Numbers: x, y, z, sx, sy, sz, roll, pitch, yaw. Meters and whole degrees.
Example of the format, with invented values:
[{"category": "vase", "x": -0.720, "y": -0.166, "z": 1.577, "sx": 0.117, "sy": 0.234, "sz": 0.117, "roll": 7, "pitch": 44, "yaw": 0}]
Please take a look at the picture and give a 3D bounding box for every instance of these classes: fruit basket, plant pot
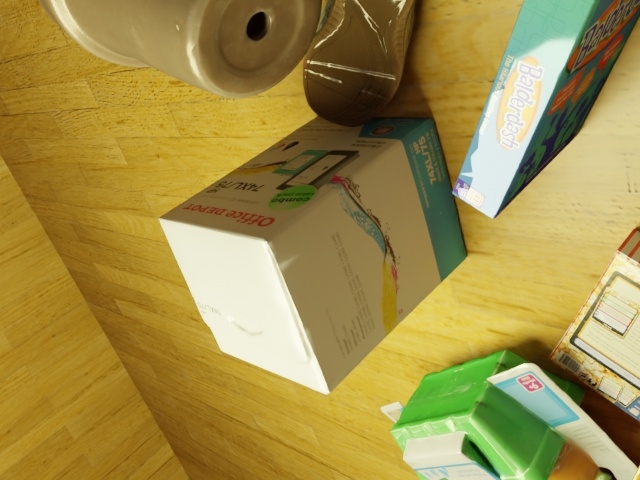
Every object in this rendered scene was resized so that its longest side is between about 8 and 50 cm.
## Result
[{"category": "fruit basket", "x": 0.274, "y": 0.316, "z": 0.858, "sx": 0.353, "sy": 0.165, "sz": 0.327, "roll": 49, "pitch": 147, "yaw": -2}, {"category": "plant pot", "x": -0.120, "y": -0.260, "z": 0.656, "sx": 0.229, "sy": 0.263, "sz": 0.263, "roll": 43, "pitch": 147, "yaw": 30}]

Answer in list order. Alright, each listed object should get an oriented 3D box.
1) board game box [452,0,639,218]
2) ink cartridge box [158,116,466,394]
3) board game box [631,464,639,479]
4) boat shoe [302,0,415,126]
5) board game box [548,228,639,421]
[{"category": "board game box", "x": 0.189, "y": -0.137, "z": 0.523, "sx": 0.047, "sy": 0.160, "sz": 0.210, "roll": 36, "pitch": 145, "yaw": 22}, {"category": "ink cartridge box", "x": 0.000, "y": 0.000, "z": 0.781, "sx": 0.198, "sy": 0.270, "sz": 0.197, "roll": 11, "pitch": 129, "yaw": 45}, {"category": "board game box", "x": 0.365, "y": 0.106, "z": 0.401, "sx": 0.242, "sy": 0.316, "sz": 0.064, "roll": 28, "pitch": 140, "yaw": 31}, {"category": "boat shoe", "x": 0.053, "y": -0.230, "z": 0.682, "sx": 0.104, "sy": 0.089, "sz": 0.285, "roll": 21, "pitch": 147, "yaw": -2}, {"category": "board game box", "x": 0.336, "y": 0.101, "z": 0.679, "sx": 0.147, "sy": 0.045, "sz": 0.193, "roll": 36, "pitch": 144, "yaw": 23}]
